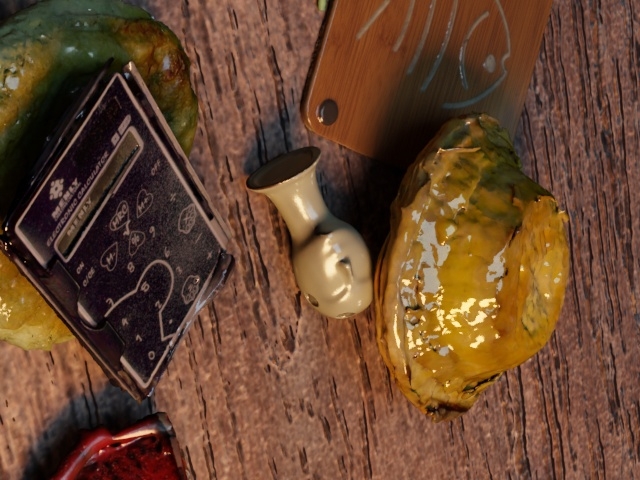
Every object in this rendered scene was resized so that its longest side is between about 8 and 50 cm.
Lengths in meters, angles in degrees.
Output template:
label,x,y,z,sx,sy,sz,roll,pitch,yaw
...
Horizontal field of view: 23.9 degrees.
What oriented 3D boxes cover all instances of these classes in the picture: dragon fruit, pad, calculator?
label,x,y,z,sx,sy,sz,roll,pitch,yaw
dragon fruit,-0.171,0.228,1.222,0.161,0.120,0.127,-12,150,-15
pad,0.116,-0.203,1.442,0.284,0.018,0.286,20,85,-43
calculator,-0.143,0.000,1.123,0.166,0.028,0.274,-59,151,-20

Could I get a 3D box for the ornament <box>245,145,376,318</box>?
label,x,y,z,sx,sy,sz,roll,pitch,yaw
ornament,0.000,0.000,1.330,0.075,0.081,0.156,-33,115,-16

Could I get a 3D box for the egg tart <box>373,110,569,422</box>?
label,x,y,z,sx,sy,sz,roll,pitch,yaw
egg tart,0.155,0.028,1.407,0.295,0.116,0.295,-24,118,-58

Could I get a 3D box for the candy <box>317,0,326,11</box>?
label,x,y,z,sx,sy,sz,roll,pitch,yaw
candy,0.011,-0.282,1.279,0.060,0.060,0.201,-28,142,-36

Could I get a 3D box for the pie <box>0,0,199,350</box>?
label,x,y,z,sx,sy,sz,roll,pitch,yaw
pie,-0.186,-0.047,1.120,0.277,0.078,0.277,-24,120,-50
